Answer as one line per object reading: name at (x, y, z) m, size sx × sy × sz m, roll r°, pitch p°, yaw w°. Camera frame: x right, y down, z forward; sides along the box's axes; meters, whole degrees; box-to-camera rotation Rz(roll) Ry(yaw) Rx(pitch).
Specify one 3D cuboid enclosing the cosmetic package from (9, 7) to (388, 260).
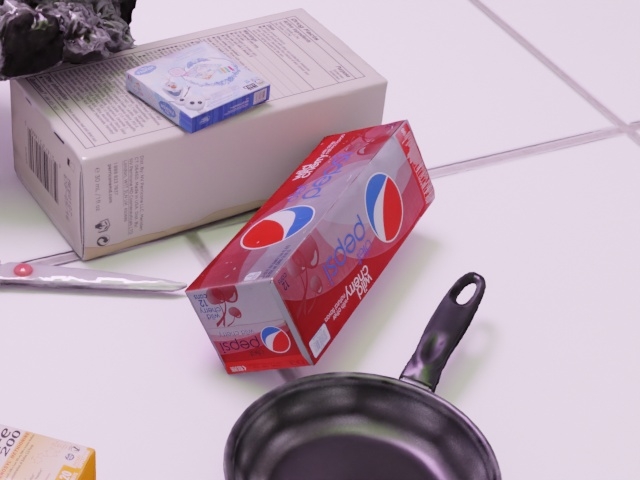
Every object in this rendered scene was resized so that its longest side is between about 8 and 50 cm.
cosmetic package at (-0.111, -0.106, 1.225) m, size 0.309 × 0.113 × 0.160 m, roll -17°, pitch 43°, yaw -28°

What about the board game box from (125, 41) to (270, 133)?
board game box at (-0.106, -0.134, 1.154) m, size 0.090 × 0.020 × 0.090 m, roll -28°, pitch 51°, yaw -36°

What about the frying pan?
frying pan at (0.032, 0.130, 0.992) m, size 0.197 × 0.053 × 0.326 m, roll 6°, pitch 36°, yaw -1°

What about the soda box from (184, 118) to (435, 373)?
soda box at (0.000, 0.000, 1.105) m, size 0.092 × 0.083 × 0.263 m, roll -9°, pitch 26°, yaw 35°

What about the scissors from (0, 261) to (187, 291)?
scissors at (-0.266, 0.020, 1.111) m, size 0.297 × 0.021 × 0.109 m, roll -6°, pitch 38°, yaw -14°

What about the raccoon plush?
raccoon plush at (-0.353, -0.286, 1.151) m, size 0.446 × 0.299 × 0.216 m, roll -8°, pitch 16°, yaw 8°

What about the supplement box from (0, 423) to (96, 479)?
supplement box at (-0.212, 0.164, 0.920) m, size 0.098 × 0.036 × 0.062 m, roll 13°, pitch 38°, yaw 8°
